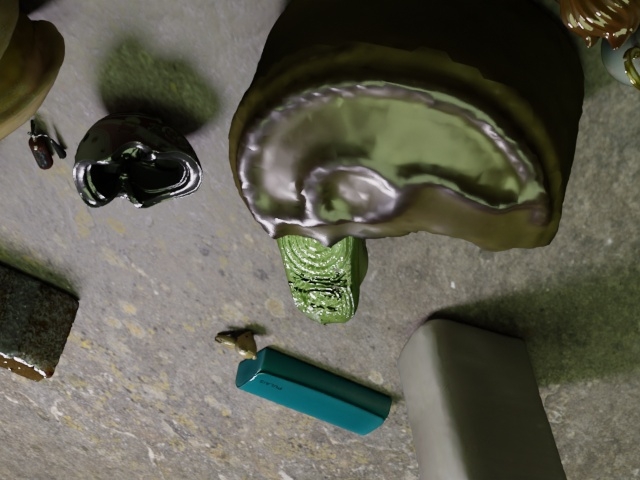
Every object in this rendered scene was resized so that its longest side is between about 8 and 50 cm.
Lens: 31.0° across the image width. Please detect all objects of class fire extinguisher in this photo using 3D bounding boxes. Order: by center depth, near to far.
[{"bbox_3d":[-0.403,-0.136,1.697,0.046,0.032,0.100,18,156,7],"label":"fire extinguisher"}]

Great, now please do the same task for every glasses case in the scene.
[{"bbox_3d":[-0.014,0.306,2.294,0.301,0.070,0.117,25,146,-22],"label":"glasses case"}]

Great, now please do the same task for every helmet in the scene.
[{"bbox_3d":[-0.259,-0.122,1.613,0.176,0.107,0.153,-1,150,-20],"label":"helmet"}]

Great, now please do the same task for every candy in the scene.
[{"bbox_3d":[0.267,0.308,1.931,0.208,0.359,0.145,11,133,-18],"label":"candy"}]

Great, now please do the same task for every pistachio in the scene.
[{"bbox_3d":[-0.471,-0.198,1.415,0.321,0.238,0.229,-26,144,16],"label":"pistachio"}]

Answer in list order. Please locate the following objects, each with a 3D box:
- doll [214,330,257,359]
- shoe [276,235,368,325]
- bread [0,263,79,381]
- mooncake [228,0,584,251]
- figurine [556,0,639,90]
[{"bbox_3d":[-0.160,0.199,2.170,0.093,0.051,0.061,-13,149,36],"label":"doll"},{"bbox_3d":[-0.002,0.004,1.727,0.140,0.128,0.262,-4,119,7],"label":"shoe"},{"bbox_3d":[-0.639,0.105,2.044,0.416,0.165,0.113,27,151,-28],"label":"bread"},{"bbox_3d":[0.098,-0.126,1.373,0.393,0.246,0.394,35,138,-27],"label":"mooncake"},{"bbox_3d":[0.303,-0.255,1.150,0.263,0.190,0.142,43,135,-20],"label":"figurine"}]
